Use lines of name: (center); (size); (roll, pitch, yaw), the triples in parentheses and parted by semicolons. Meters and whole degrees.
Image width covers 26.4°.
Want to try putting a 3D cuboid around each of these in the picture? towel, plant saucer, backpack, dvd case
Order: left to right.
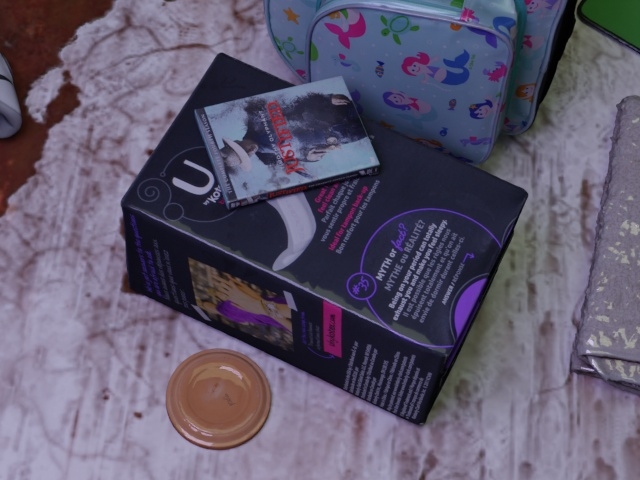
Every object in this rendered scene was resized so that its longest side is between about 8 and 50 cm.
plant saucer: (-0.081, 0.124, 1.078); (0.083, 0.013, 0.083); (2, 64, -4)
dvd case: (-0.025, -0.075, 1.022); (0.119, 0.013, 0.087); (-14, 63, -12)
backpack: (0.076, -0.195, 1.137); (0.253, 0.225, 0.191); (22, 59, 10)
towel: (0.322, 0.009, 1.152); (0.187, 0.049, 0.282); (14, 63, 1)

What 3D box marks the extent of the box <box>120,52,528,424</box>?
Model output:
box: (0.000, 0.000, 1.074); (0.270, 0.143, 0.165); (26, 62, 8)

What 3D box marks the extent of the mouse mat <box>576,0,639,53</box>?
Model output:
mouse mat: (0.351, -0.239, 1.303); (0.152, 0.007, 0.190); (34, 64, 11)

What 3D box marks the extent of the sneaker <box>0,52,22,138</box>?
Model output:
sneaker: (-0.387, -0.086, 1.074); (0.330, 0.122, 0.146); (-27, 71, -30)
